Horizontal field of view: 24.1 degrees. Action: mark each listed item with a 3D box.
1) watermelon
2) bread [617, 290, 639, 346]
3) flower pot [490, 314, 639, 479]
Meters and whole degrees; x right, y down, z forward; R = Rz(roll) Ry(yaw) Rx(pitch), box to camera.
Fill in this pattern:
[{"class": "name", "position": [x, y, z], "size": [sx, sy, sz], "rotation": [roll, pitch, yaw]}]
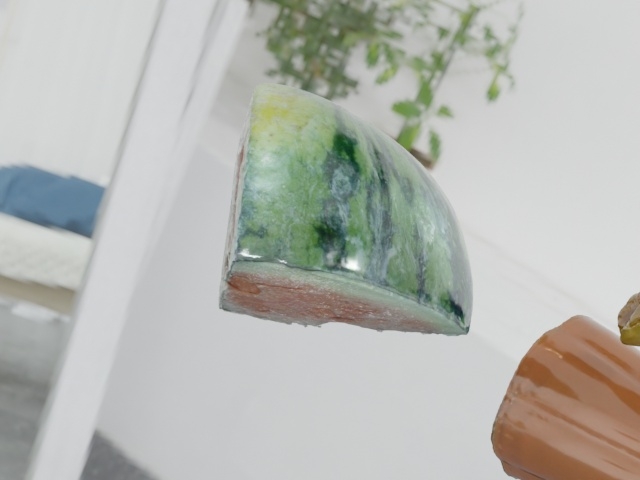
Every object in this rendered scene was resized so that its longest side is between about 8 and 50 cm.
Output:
[{"class": "watermelon", "position": [0.000, 0.000, 1.347], "size": [0.261, 0.201, 0.213], "rotation": [23, 50, -29]}, {"class": "bread", "position": [0.331, 0.062, 1.407], "size": [0.074, 0.132, 0.053], "rotation": [4, 64, -13]}, {"class": "flower pot", "position": [0.297, 0.194, 1.527], "size": [0.190, 0.191, 0.173], "rotation": [-4, 23, -46]}]
